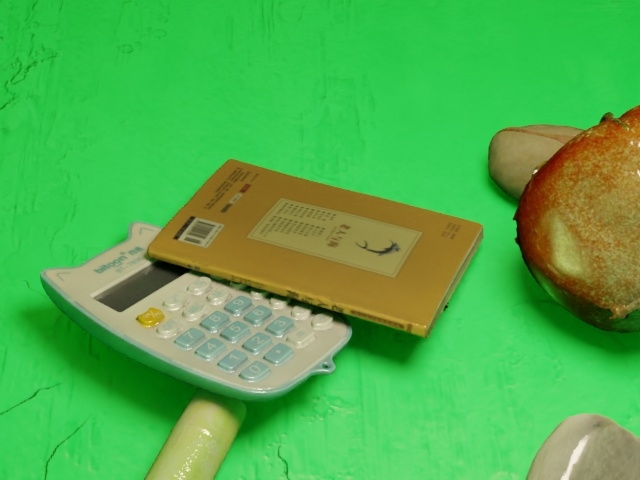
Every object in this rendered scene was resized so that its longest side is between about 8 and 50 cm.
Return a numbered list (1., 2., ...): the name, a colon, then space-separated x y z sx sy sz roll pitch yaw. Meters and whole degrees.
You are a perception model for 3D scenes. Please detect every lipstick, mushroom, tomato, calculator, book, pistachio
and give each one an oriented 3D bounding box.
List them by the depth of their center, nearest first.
1. mushroom: 0.279 0.333 1.504 0.159 0.122 0.328 14 46 24
2. lipstick: -0.172 0.295 1.559 0.076 0.076 0.304 16 46 14
3. calculator: -0.145 0.092 1.725 0.386 0.054 0.256 21 32 26
4. tomato: 0.405 -0.021 1.744 0.303 0.303 0.239 -23 66 -23
5. book: 0.000 0.000 1.826 0.389 0.032 0.269 16 35 16
6. pistachio: 0.315 -0.111 1.930 0.185 0.124 0.124 -11 26 50

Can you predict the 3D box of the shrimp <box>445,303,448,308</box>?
1. shrimp: 0.148 0.026 1.862 0.091 0.034 0.161 -16 46 -17
